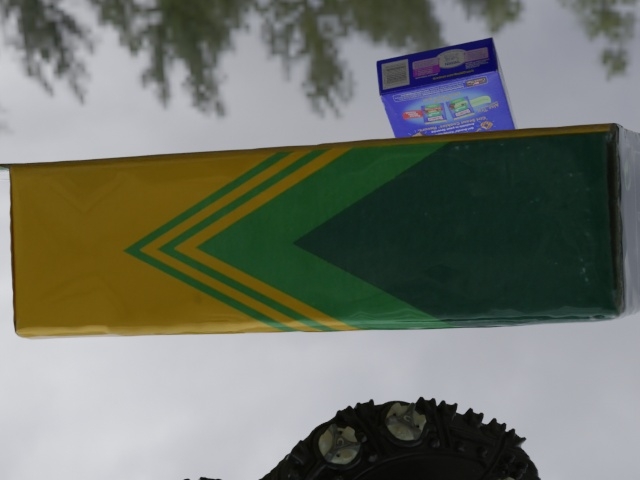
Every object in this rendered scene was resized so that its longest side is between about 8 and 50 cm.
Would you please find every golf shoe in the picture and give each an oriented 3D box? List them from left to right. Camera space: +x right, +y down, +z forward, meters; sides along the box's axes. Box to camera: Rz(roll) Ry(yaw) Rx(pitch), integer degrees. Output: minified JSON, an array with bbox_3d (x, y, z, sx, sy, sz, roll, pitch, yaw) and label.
[{"bbox_3d":[-0.006,0.167,0.973,0.273,0.120,0.105,-13,-117,-20],"label":"golf shoe"}]

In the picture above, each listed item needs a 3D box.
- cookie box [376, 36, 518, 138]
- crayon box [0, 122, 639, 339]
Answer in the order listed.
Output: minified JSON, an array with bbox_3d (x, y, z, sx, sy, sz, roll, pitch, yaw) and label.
[{"bbox_3d":[0.099,-0.095,1.318,0.092,0.107,0.040,-11,-131,11],"label":"cookie box"},{"bbox_3d":[0.000,0.000,0.822,0.323,0.083,0.203,-2,179,21],"label":"crayon box"}]
